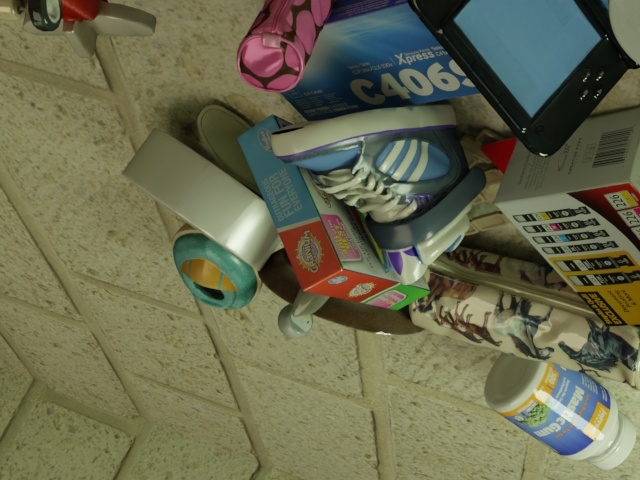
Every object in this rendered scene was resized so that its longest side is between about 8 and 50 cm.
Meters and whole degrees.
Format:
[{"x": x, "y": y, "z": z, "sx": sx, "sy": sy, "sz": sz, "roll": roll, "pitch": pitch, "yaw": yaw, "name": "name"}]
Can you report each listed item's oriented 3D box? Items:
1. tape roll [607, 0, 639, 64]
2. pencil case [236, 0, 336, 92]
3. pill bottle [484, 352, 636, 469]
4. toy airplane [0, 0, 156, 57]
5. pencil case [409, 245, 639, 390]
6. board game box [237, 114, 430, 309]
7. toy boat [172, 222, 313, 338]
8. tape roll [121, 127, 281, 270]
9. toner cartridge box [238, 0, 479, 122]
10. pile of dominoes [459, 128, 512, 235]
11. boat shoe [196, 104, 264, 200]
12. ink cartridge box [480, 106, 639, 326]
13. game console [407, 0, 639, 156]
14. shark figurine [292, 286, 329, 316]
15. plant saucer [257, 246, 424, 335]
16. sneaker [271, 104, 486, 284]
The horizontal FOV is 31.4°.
[{"x": 0.391, "y": -0.257, "z": 1.107, "sx": 0.219, "sy": 0.072, "sz": 0.219, "roll": 5, "pitch": 140, "yaw": 4, "name": "tape roll"}, {"x": -0.033, "y": -0.277, "z": 1.364, "sx": 0.095, "sy": 0.209, "sz": 0.098, "roll": 22, "pitch": 144, "yaw": -4, "name": "pencil case"}, {"x": 0.448, "y": 0.310, "z": 2.094, "sx": 0.272, "sy": 0.152, "sz": 0.152, "roll": 35, "pitch": 153, "yaw": -18, "name": "pill bottle"}, {"x": -0.344, "y": -0.382, "z": 1.448, "sx": 0.386, "sy": 0.272, "sz": 0.384, "roll": -2, "pitch": -176, "yaw": -35, "name": "toy airplane"}, {"x": 0.333, "y": 0.105, "z": 1.808, "sx": 0.410, "sy": 0.160, "sz": 0.183, "roll": 15, "pitch": 148, "yaw": 19, "name": "pencil case"}, {"x": 0.027, "y": -0.031, "z": 1.618, "sx": 0.064, "sy": 0.242, "sz": 0.316, "roll": -31, "pitch": 160, "yaw": 20, "name": "board game box"}, {"x": -0.147, "y": 0.078, "z": 2.193, "sx": 0.318, "sy": 0.148, "sz": 0.267, "roll": 19, "pitch": 153, "yaw": 14, "name": "toy boat"}, {"x": -0.190, "y": -0.067, "z": 1.900, "sx": 0.286, "sy": 0.100, "sz": 0.286, "roll": 34, "pitch": 177, "yaw": 2, "name": "tape roll"}, {"x": 0.070, "y": -0.250, "z": 1.476, "sx": 0.348, "sy": 0.075, "sz": 0.165, "roll": -4, "pitch": 140, "yaw": 46, "name": "toner cartridge box"}, {"x": 0.226, "y": -0.093, "z": 1.701, "sx": 0.251, "sy": 0.040, "sz": 0.196, "roll": -16, "pitch": 133, "yaw": 43, "name": "pile of dominoes"}, {"x": -0.121, "y": -0.131, "z": 1.865, "sx": 0.233, "sy": 0.084, "sz": 0.079, "roll": 44, "pitch": 174, "yaw": -24, "name": "boat shoe"}, {"x": 0.388, "y": -0.017, "z": 1.555, "sx": 0.272, "sy": 0.130, "sz": 0.309, "roll": -9, "pitch": 138, "yaw": 45, "name": "ink cartridge box"}, {"x": 0.283, "y": -0.245, "z": 1.203, "sx": 0.293, "sy": 0.250, "sz": 0.173, "roll": 43, "pitch": 175, "yaw": -32, "name": "game console"}, {"x": 0.011, "y": -0.027, "z": 1.766, "sx": 0.116, "sy": 0.166, "sz": 0.278, "roll": -149, "pitch": 45, "yaw": -73, "name": "shark figurine"}, {"x": 0.046, "y": 0.073, "z": 1.956, "sx": 0.311, "sy": 0.050, "sz": 0.310, "roll": 15, "pitch": -164, "yaw": -5, "name": "plant saucer"}, {"x": 0.083, "y": -0.051, "z": 1.498, "sx": 0.323, "sy": 0.236, "sz": 0.130, "roll": -12, "pitch": -174, "yaw": -44, "name": "sneaker"}]
